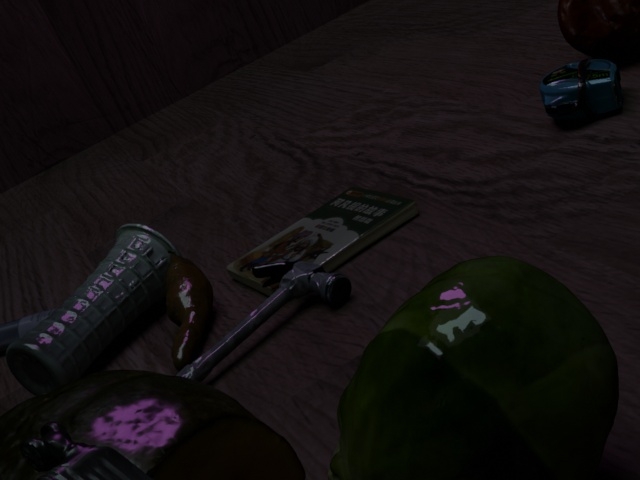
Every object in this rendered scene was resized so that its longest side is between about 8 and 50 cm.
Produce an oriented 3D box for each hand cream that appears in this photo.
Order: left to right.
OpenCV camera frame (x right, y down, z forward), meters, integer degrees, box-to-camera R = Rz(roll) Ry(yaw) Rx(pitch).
[{"bbox_3d":[-0.476,0.147,1.809,0.255,0.048,0.079,-14,28,20],"label":"hand cream"}]

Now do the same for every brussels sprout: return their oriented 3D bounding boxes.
[{"bbox_3d":[0.125,0.153,0.899,0.271,0.219,0.210,-45,-5,30],"label":"brussels sprout"}]

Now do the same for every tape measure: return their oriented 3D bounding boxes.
[{"bbox_3d":[0.418,-0.244,1.690,0.125,0.081,0.146,-12,24,23],"label":"tape measure"}]

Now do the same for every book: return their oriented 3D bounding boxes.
[{"bbox_3d":[0.000,0.000,1.651,0.264,0.027,0.202,-33,22,-19],"label":"book"}]

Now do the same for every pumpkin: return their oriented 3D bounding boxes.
[{"bbox_3d":[-0.178,0.253,0.938,0.225,0.256,0.303,-6,43,34],"label":"pumpkin"}]

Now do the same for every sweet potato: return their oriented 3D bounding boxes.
[{"bbox_3d":[-0.195,0.102,1.568,0.074,0.075,0.269,-23,36,6],"label":"sweet potato"}]

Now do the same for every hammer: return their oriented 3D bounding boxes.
[{"bbox_3d":[-0.142,0.160,1.391,0.152,0.044,0.427,15,46,43],"label":"hammer"}]

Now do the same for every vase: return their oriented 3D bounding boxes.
[{"bbox_3d":[-0.348,0.111,1.630,0.143,0.143,0.299,-8,30,38],"label":"vase"}]

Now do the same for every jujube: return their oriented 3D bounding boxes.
[{"bbox_3d":[0.533,-0.422,1.868,0.190,0.190,0.255,-9,19,36],"label":"jujube"}]

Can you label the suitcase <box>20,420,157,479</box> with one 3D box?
[{"bbox_3d":[-0.123,0.273,0.658,0.312,0.128,0.202,35,43,16],"label":"suitcase"}]
